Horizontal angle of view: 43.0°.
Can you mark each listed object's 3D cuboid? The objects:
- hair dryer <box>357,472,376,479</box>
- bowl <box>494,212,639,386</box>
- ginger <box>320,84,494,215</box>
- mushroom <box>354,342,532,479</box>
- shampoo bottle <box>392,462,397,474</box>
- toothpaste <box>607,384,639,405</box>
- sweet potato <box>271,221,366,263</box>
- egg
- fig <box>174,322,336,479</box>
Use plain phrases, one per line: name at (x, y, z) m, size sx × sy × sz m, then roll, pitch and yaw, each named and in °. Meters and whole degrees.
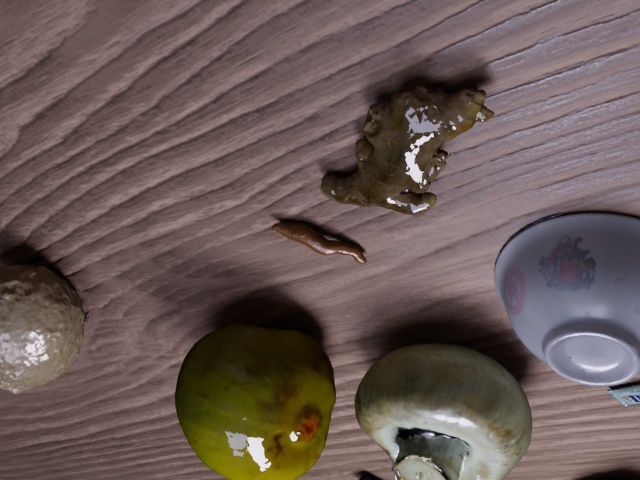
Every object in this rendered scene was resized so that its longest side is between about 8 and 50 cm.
hair dryer at (0.282, 0.639, 2.027) m, size 0.303 × 0.120 × 0.359 m, roll 42°, pitch 128°, yaw -3°
bowl at (0.437, 0.128, 1.288) m, size 0.345 × 0.157 × 0.345 m, roll 12°, pitch 140°, yaw 10°
ginger at (0.123, -0.123, 1.200) m, size 0.166 × 0.080 × 0.333 m, roll 37°, pitch 137°, yaw 0°
mushroom at (0.226, 0.345, 1.552) m, size 0.352 × 0.260 × 0.352 m, roll 17°, pitch 141°, yaw 14°
shampoo bottle at (0.257, 0.551, 1.950) m, size 0.165 × 0.040 × 0.080 m, roll 2°, pitch 136°, yaw 22°
toothpaste at (0.621, 0.268, 1.465) m, size 0.056 × 0.036 × 0.205 m, roll 40°, pitch 142°, yaw -20°
sweet potato at (-0.002, 0.003, 1.432) m, size 0.179 × 0.044 × 0.044 m, roll 19°, pitch 141°, yaw 3°
egg at (-0.649, 0.188, 1.771) m, size 0.279 × 0.279 × 0.310 m, roll 9°, pitch 125°, yaw 15°
fig at (-0.145, 0.320, 1.647) m, size 0.343 × 0.343 × 0.343 m, roll 13°, pitch 140°, yaw 11°
